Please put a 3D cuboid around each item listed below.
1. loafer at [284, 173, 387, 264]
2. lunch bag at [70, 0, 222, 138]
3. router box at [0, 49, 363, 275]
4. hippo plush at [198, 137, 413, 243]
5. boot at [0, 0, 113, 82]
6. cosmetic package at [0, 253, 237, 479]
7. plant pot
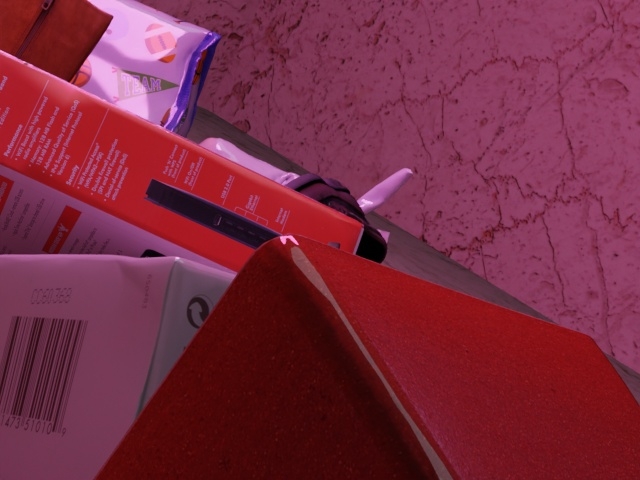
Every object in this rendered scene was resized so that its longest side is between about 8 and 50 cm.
[{"bbox_3d":[0.000,0.000,1.275,0.095,0.109,0.302,37,14,8],"label":"loafer"},{"bbox_3d":[-0.333,-0.191,1.768,0.328,0.239,0.385,25,-24,-3],"label":"lunch bag"},{"bbox_3d":[-0.166,0.008,1.075,0.301,0.082,0.335,26,-24,-12],"label":"router box"},{"bbox_3d":[-0.063,0.046,1.528,0.294,0.234,0.236,11,41,-7],"label":"hippo plush"},{"bbox_3d":[-0.399,-0.191,1.447,0.264,0.280,0.096,29,8,10],"label":"boot"},{"bbox_3d":[-0.024,0.126,0.867,0.385,0.156,0.217,21,-14,-39],"label":"cosmetic package"},{"bbox_3d":[0.050,0.196,0.613,0.267,0.267,0.236,19,24,-45],"label":"plant pot"}]
